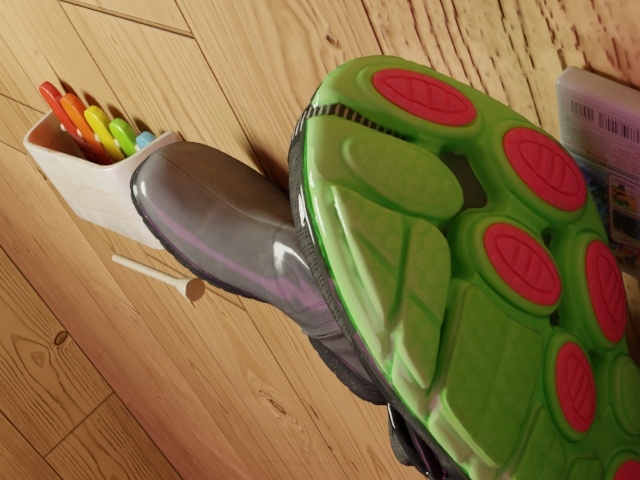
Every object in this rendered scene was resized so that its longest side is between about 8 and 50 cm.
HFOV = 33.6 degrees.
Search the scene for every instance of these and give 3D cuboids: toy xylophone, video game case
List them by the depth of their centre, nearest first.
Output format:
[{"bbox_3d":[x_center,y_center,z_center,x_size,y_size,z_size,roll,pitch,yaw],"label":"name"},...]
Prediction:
[{"bbox_3d":[0.200,-0.014,0.577,0.157,0.019,0.143,31,155,34],"label":"video game case"},{"bbox_3d":[-0.228,-0.056,1.237,0.323,0.081,0.236,25,151,44],"label":"toy xylophone"}]

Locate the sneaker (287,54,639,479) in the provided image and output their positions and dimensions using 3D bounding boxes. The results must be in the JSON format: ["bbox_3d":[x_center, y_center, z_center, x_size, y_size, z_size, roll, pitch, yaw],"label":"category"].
[{"bbox_3d":[0.100,0.096,0.666,0.202,0.185,0.483,2,139,42],"label":"sneaker"}]

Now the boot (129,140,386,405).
[{"bbox_3d":[0.000,0.000,0.891,0.338,0.118,0.223,36,157,-3],"label":"boot"}]
